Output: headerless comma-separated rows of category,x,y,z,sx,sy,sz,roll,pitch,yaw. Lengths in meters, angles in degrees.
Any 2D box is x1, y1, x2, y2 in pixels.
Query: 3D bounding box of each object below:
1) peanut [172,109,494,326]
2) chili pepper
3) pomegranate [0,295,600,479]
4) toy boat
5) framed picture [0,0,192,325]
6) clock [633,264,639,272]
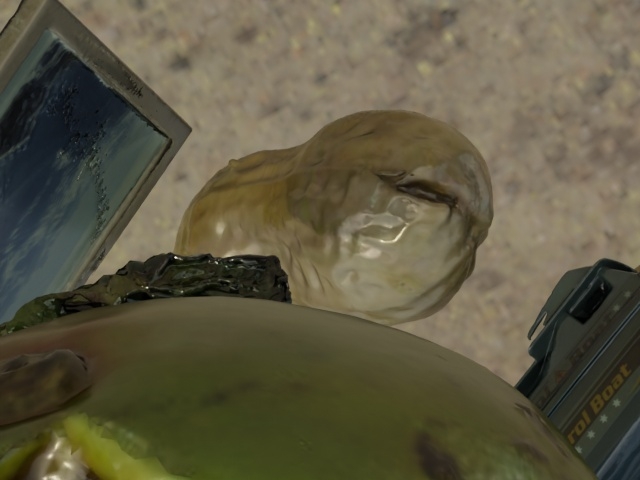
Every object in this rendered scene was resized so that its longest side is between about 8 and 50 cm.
peanut,0.000,0.000,1.253,0.149,0.149,0.313,0,169,-40
chili pepper,-0.134,0.078,0.887,0.264,0.116,0.148,-13,174,-28
pomegranate,-0.039,0.172,0.603,0.310,0.216,0.358,-19,121,1
toy boat,0.162,0.086,0.980,0.296,0.122,0.114,-54,139,0
framed picture,-0.221,0.022,1.203,0.335,0.022,0.247,-56,158,-5
clock,0.230,0.061,1.277,0.237,0.057,0.237,-44,-168,12
